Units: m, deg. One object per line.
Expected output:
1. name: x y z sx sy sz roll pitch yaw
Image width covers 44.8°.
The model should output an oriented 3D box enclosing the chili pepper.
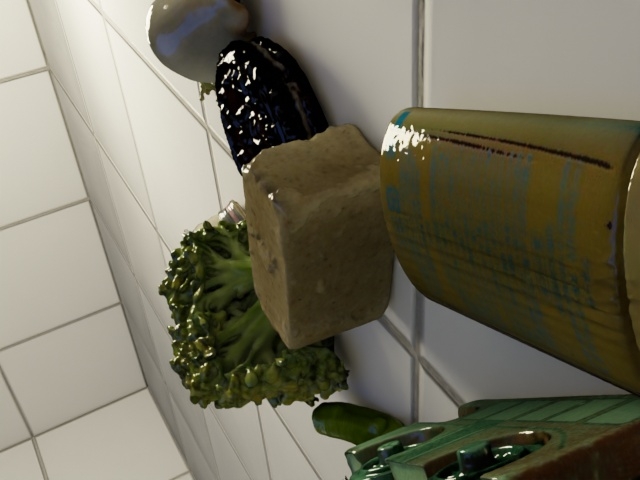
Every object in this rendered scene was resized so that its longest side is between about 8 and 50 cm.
1. chili pepper: 0.049 0.204 0.830 0.050 0.052 0.201 42 164 -15

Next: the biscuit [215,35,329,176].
1. biscuit: -0.046 -0.103 0.755 0.194 0.053 0.195 51 154 37

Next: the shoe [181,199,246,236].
1. shoe: -0.136 0.031 1.065 0.089 0.092 0.180 54 155 33

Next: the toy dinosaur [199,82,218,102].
1. toy dinosaur: -0.135 -0.196 0.924 0.113 0.026 0.041 106 155 -72

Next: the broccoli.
1. broccoli: -0.085 0.085 0.863 0.243 0.180 0.273 64 159 15

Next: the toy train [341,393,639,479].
1. toy train: 0.119 0.171 0.474 0.326 0.159 0.129 134 115 -72

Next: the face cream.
1. face cream: 0.128 0.003 0.402 0.285 0.067 0.139 25 134 63

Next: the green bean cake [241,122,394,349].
1. green bean cake: 0.000 0.000 0.665 0.085 0.109 0.179 50 154 40

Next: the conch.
1. conch: -0.113 -0.223 0.804 0.176 0.094 0.105 -15 85 41
